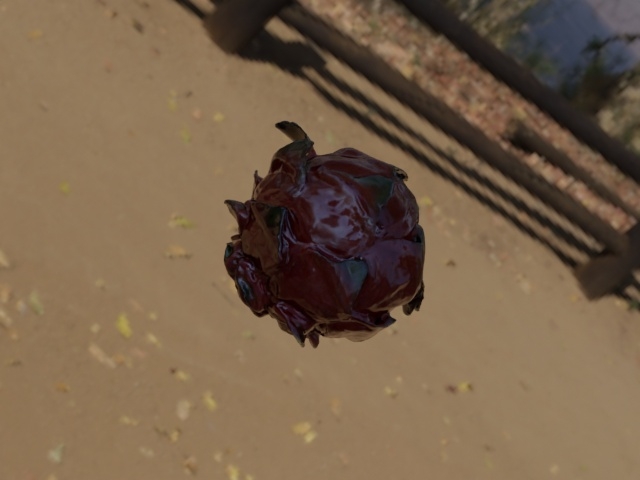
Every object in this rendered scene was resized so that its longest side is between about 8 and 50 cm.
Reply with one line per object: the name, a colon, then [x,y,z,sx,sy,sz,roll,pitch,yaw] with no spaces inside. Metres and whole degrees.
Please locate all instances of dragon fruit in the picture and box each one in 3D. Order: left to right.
dragon fruit: [0.006,0.003,0.738,0.121,0.130,0.142,17,42,16]
